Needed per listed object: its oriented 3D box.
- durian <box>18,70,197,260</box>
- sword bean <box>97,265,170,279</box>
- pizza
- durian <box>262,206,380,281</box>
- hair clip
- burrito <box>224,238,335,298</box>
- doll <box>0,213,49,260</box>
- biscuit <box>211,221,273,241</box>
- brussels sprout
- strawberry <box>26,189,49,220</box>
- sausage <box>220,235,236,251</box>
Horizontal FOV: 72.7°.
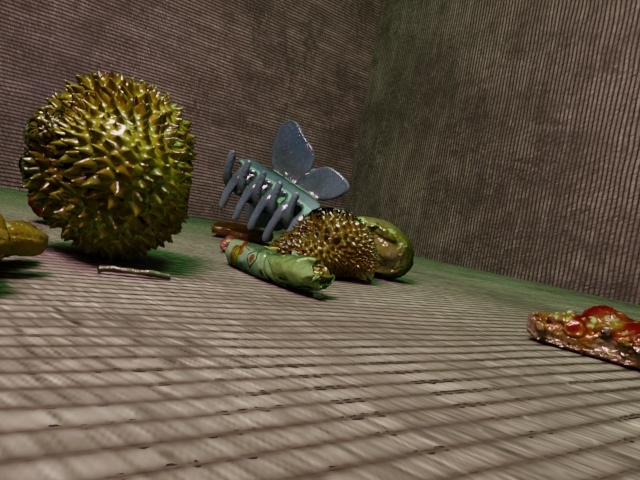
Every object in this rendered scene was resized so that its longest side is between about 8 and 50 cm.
[{"bbox_3d":[-0.286,-0.098,0.630,0.291,0.290,0.225,12,7,37],"label":"durian"},{"bbox_3d":[-0.223,0.038,0.524,0.084,0.012,0.012,9,2,-23],"label":"sword bean"},{"bbox_3d":[0.374,0.118,0.519,0.188,0.062,0.199,7,4,-21],"label":"pizza"},{"bbox_3d":[0.000,0.000,0.876,0.238,0.137,0.193,8,3,-26],"label":"durian"},{"bbox_3d":[-0.127,-0.129,1.313,0.318,0.391,0.238,37,26,19],"label":"hair clip"},{"bbox_3d":[-0.061,0.041,0.703,0.104,0.054,0.288,11,0,-34],"label":"burrito"},{"bbox_3d":[-0.336,-0.016,0.404,0.137,0.097,0.209,3,-1,-22],"label":"doll"},{"bbox_3d":[-0.265,-0.023,1.494,0.209,0.041,0.290,10,7,-7],"label":"biscuit"},{"bbox_3d":[0.131,0.017,1.016,0.183,0.131,0.145,29,13,10],"label":"brussels sprout"},{"bbox_3d":[-0.553,-0.077,0.992,0.189,0.106,0.286,14,-10,4],"label":"strawberry"},{"bbox_3d":[-0.220,0.006,1.043,0.042,0.036,0.158,21,-1,-15],"label":"sausage"}]
